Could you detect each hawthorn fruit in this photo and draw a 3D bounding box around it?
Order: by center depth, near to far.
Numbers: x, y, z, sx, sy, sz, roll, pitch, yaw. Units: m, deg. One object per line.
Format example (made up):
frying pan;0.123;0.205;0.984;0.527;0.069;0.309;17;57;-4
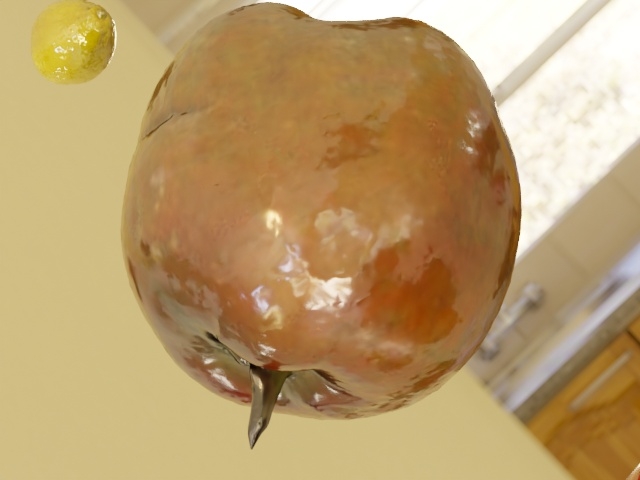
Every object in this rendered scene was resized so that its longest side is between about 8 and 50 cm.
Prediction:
hawthorn fruit;0.000;0.000;1.052;0.268;0.267;0.301;-44;28;50

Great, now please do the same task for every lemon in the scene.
lemon;-0.192;-0.152;1.230;0.092;0.065;0.065;-26;11;43

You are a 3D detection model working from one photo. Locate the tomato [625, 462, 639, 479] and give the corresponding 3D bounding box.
tomato;0.309;0.227;0.850;0.293;0.325;0.290;-26;30;50
